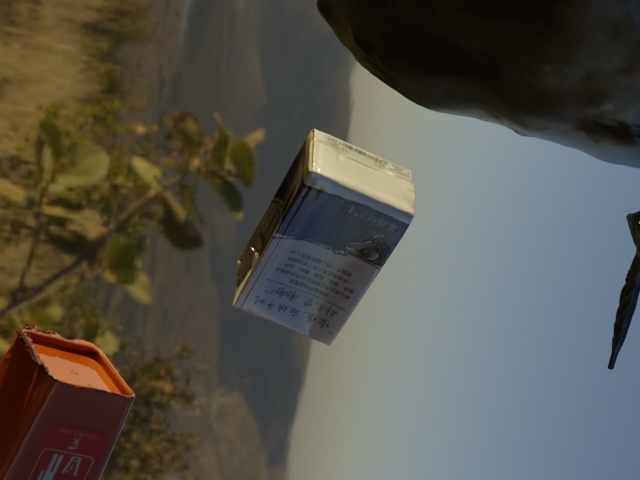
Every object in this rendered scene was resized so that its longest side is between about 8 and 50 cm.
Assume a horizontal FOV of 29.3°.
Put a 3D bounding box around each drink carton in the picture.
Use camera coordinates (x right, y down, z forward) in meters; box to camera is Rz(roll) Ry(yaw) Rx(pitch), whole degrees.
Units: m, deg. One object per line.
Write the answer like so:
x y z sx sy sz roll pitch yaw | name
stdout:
0.001 0.001 1.427 0.222 0.134 0.102 -59 -162 31 | drink carton

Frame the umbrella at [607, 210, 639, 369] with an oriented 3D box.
0.339 0.027 1.322 0.044 0.044 0.269 -15 125 -45 | umbrella

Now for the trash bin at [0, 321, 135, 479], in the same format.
-0.322 0.222 1.340 0.184 0.161 0.238 38 -77 48 | trash bin

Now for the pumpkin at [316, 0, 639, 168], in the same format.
0.192 -0.237 0.703 0.454 0.454 0.344 -80 -179 -59 | pumpkin
